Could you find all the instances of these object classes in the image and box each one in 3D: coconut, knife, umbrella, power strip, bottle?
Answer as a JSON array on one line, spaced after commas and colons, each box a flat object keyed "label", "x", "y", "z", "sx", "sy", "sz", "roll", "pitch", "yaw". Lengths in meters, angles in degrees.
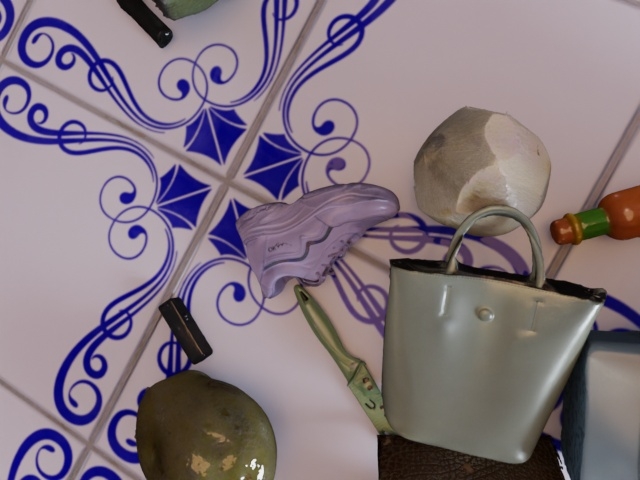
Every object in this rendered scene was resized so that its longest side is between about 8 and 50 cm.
[{"label": "coconut", "x": 0.196, "y": -0.091, "z": 0.553, "sx": 0.162, "sy": 0.161, "sz": 0.161, "roll": 27, "pitch": 92, "yaw": -28}, {"label": "knife", "x": 0.045, "y": 0.188, "z": 0.646, "sx": 0.043, "sy": 0.020, "sz": 0.293, "roll": -33, "pitch": 83, "yaw": 5}, {"label": "umbrella", "x": -0.297, "y": -0.379, "z": 0.728, "sx": 0.036, "sy": 0.031, "sz": 0.133, "roll": -40, "pitch": 80, "yaw": -21}, {"label": "power strip", "x": -0.213, "y": 0.141, "z": 0.684, "sx": 0.029, "sy": 0.038, "sz": 0.111, "roll": -35, "pitch": 83, "yaw": 5}, {"label": "bottle", "x": 0.406, "y": -0.035, "z": 0.571, "sx": 0.187, "sy": 0.069, "sz": 0.069, "roll": -15, "pitch": 85, "yaw": 10}]

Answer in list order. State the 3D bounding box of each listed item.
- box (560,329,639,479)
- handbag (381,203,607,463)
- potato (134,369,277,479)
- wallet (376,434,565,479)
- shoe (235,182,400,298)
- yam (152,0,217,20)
[{"label": "box", "x": 0.376, "y": 0.213, "z": 0.521, "sx": 0.130, "sy": 0.162, "sz": 0.227, "roll": 5, "pitch": 88, "yaw": 20}, {"label": "handbag", "x": 0.192, "y": 0.116, "z": 0.521, "sx": 0.241, "sy": 0.109, "sz": 0.316, "roll": 9, "pitch": 117, "yaw": 8}, {"label": "potato", "x": -0.167, "y": 0.288, "z": 0.614, "sx": 0.235, "sy": 0.160, "sz": 0.178, "roll": 37, "pitch": 69, "yaw": 23}, {"label": "wallet", "x": 0.197, "y": 0.322, "z": 0.562, "sx": 0.243, "sy": 0.133, "sz": 0.039, "roll": -3, "pitch": 125, "yaw": 5}, {"label": "shoe", "x": 0.000, "y": 0.000, "z": 0.629, "sx": 0.245, "sy": 0.095, "sz": 0.138, "roll": -13, "pitch": 88, "yaw": 12}, {"label": "yam", "x": -0.245, "y": -0.479, "z": 0.648, "sx": 0.202, "sy": 0.201, "sz": 0.271, "roll": -40, "pitch": 88, "yaw": 7}]
